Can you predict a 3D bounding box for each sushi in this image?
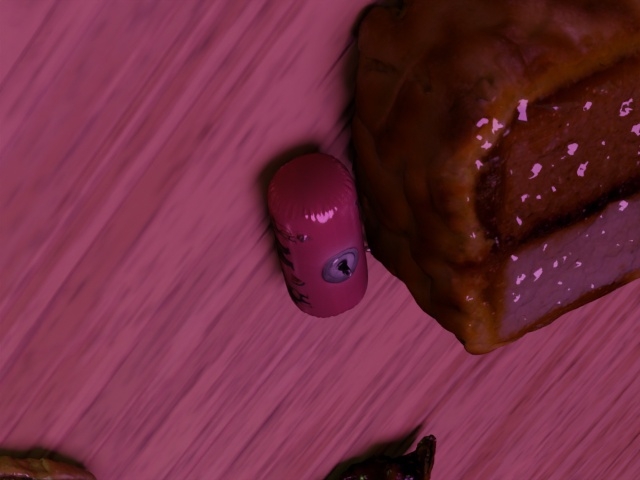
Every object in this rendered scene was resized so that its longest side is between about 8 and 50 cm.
[{"bbox_3d":[0.034,0.151,0.692,0.099,0.050,0.047,-30,137,-33],"label":"sushi"}]

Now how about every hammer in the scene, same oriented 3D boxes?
[{"bbox_3d":[0.000,0.000,0.515,0.043,0.043,0.083,-29,143,-17],"label":"hammer"}]

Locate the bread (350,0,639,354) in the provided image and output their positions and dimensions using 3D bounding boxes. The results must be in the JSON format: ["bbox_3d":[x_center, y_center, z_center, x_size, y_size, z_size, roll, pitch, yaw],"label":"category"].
[{"bbox_3d":[0.120,-0.050,0.532,0.222,0.096,0.181,-24,137,-22],"label":"bread"}]

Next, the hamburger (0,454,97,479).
[{"bbox_3d":[-0.132,0.135,0.530,0.076,0.044,0.083,-50,145,12],"label":"hamburger"}]
